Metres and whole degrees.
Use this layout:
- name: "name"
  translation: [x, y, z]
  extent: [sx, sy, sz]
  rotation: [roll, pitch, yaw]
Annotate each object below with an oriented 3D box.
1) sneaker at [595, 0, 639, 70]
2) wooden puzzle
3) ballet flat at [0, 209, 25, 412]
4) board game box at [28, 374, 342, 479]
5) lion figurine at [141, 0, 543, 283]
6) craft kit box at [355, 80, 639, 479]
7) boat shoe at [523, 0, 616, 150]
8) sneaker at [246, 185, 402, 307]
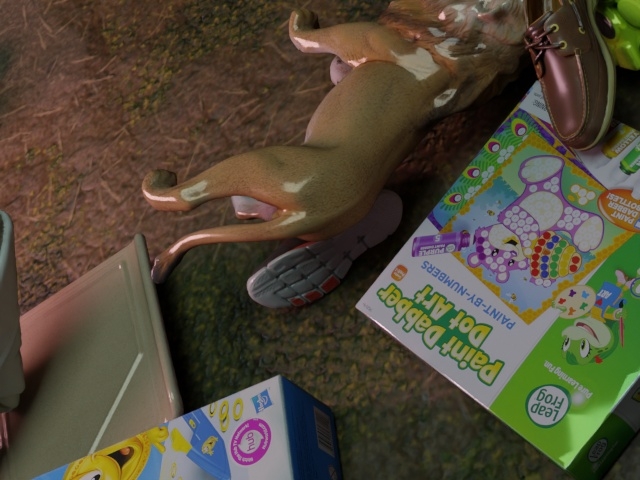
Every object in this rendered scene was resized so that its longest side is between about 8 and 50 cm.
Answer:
- name: "sneaker"
  translation: [0.297, -0.194, 1.050]
  extent: [0.124, 0.109, 0.295]
  rotation: [-26, 39, -18]
- name: "wooden puzzle"
  translation: [-0.230, 0.137, 1.242]
  extent: [0.239, 0.044, 0.221]
  rotation: [-36, 48, 20]
- name: "ballet flat"
  translation: [-0.356, 0.168, 1.211]
  extent: [0.139, 0.139, 0.400]
  rotation: [9, 71, 39]
- name: "board game box"
  translation: [-0.119, 0.302, 1.024]
  extent: [0.302, 0.086, 0.308]
  rotation: [-25, 51, 20]
- name: "lion figurine"
  translation: [0.032, -0.099, 1.116]
  extent: [0.240, 0.142, 0.392]
  rotation: [16, 66, 44]
- name: "craft kit box"
  translation: [0.187, 0.024, 1.007]
  extent: [0.246, 0.061, 0.250]
  rotation: [-53, 46, -1]
- name: "boat shoe"
  translation: [0.186, -0.155, 1.020]
  extent: [0.064, 0.060, 0.178]
  rotation: [-29, 59, 52]
- name: "sneaker"
  translation: [0.000, 0.000, 1.158]
  extent: [0.158, 0.061, 0.065]
  rotation: [-34, 38, 0]
